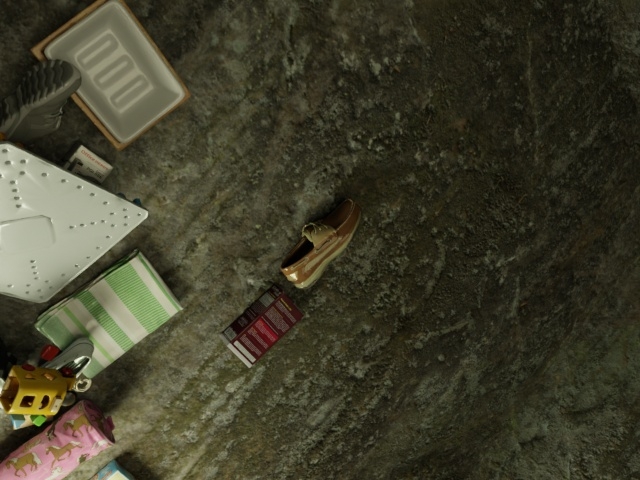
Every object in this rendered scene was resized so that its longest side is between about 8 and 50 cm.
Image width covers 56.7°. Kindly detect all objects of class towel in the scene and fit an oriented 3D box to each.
[{"bbox_3d":[-0.567,0.203,1.625,0.325,0.038,0.248,-38,125,-14],"label":"towel"}]

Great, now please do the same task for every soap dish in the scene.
[{"bbox_3d":[-0.483,-0.393,1.391,0.229,0.118,0.291,-42,125,-11],"label":"soap dish"}]

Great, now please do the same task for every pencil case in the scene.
[{"bbox_3d":[-0.745,0.600,1.598,0.386,0.167,0.160,-37,102,-13],"label":"pencil case"}]

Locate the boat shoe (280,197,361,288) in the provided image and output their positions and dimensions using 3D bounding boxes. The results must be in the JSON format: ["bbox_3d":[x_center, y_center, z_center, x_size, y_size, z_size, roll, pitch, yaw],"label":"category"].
[{"bbox_3d":[0.000,0.000,1.846,0.120,0.122,0.324,39,85,-33],"label":"boat shoe"}]

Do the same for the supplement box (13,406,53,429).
[{"bbox_3d":[-0.771,0.465,1.588,0.098,0.036,0.062,-9,142,-29],"label":"supplement box"}]

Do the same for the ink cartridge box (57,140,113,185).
[{"bbox_3d":[-0.590,-0.161,1.454,0.099,0.056,0.135,38,87,-35],"label":"ink cartridge box"}]

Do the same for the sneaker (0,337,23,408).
[{"bbox_3d":[-0.837,0.299,1.435,0.146,0.122,0.331,-16,120,4],"label":"sneaker"}]

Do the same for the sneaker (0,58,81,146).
[{"bbox_3d":[-0.610,-0.300,1.312,0.281,0.105,0.115,-24,154,28],"label":"sneaker"}]

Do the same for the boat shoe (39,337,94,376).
[{"bbox_3d":[-0.687,0.350,1.559,0.226,0.076,0.083,-46,123,9],"label":"boat shoe"}]

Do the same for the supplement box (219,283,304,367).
[{"bbox_3d":[-0.183,0.267,1.866,0.239,0.073,0.130,-42,126,-10],"label":"supplement box"}]

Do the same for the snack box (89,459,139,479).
[{"bbox_3d":[-0.691,0.831,1.782,0.322,0.060,0.187,-39,124,-13],"label":"snack box"}]

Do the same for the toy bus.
[{"bbox_3d":[-0.662,0.371,1.439,0.202,0.104,0.191,-32,130,-26],"label":"toy bus"}]

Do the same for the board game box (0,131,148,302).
[{"bbox_3d":[-0.656,-0.028,1.317,0.390,0.050,0.390,-37,148,14],"label":"board game box"}]
